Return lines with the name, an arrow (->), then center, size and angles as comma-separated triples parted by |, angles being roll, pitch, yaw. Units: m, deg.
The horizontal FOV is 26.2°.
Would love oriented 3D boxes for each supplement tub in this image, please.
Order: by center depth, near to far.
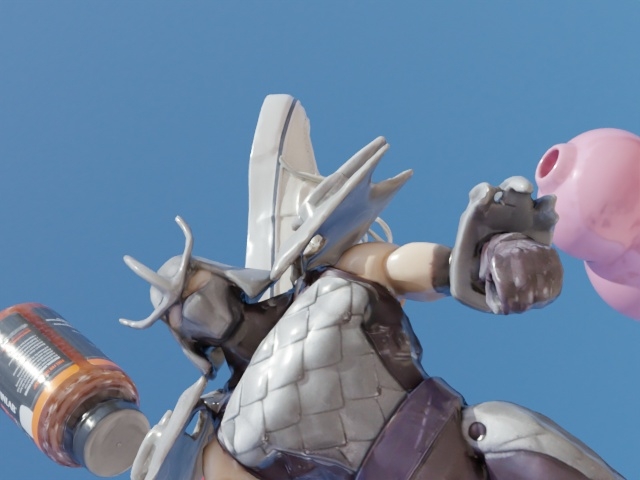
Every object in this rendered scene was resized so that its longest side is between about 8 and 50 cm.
supplement tub -> -0.239, 0.142, 1.282 | 0.106, 0.198, 0.106 | -21, -55, -32

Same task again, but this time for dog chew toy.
dog chew toy -> 0.352, 0.005, 1.332 | 0.332, 0.206, 0.207 | 28, -114, -16

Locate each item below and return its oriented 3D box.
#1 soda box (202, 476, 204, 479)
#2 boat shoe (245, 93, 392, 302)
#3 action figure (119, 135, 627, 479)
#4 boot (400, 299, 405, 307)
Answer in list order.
soda box -> -0.189, 0.355, 1.388 | 0.263, 0.092, 0.083 | -33, -44, -25
boat shoe -> 0.000, -0.003, 1.500 | 0.156, 0.136, 0.367 | 1, -124, 2
action figure -> 0.047, 0.078, 0.436 | 0.185, 0.285, 0.099 | -59, -17, 10
boot -> 0.037, 0.088, 1.557 | 0.118, 0.087, 0.042 | -45, -68, -30
